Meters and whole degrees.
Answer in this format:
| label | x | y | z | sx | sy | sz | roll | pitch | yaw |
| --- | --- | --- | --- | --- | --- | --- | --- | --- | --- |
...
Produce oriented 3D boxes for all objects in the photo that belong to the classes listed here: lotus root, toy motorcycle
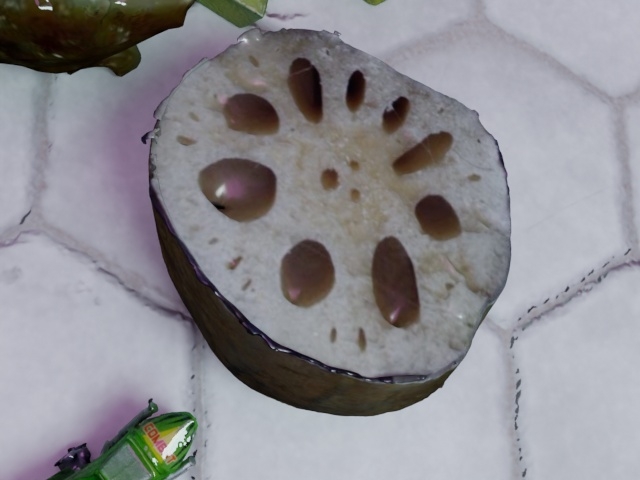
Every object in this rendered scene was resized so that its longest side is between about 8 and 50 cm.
| label | x | y | z | sx | sy | sz | roll | pitch | yaw |
| --- | --- | --- | --- | --- | --- | --- | --- | --- | --- |
| lotus root | 0.000 | 0.000 | 0.665 | 0.272 | 0.192 | 0.272 | 5 | 63 | -10 |
| toy motorcycle | -0.166 | 0.179 | 0.620 | 0.190 | 0.106 | 0.074 | -36 | 85 | -17 |

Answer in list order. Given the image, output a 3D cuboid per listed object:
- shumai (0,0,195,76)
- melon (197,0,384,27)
| label | x | y | z | sx | sy | sz | roll | pitch | yaw |
| --- | --- | --- | --- | --- | --- | --- | --- | --- | --- |
| shumai | -0.186 | -0.287 | 0.667 | 0.397 | 0.324 | 0.323 | -6 | 92 | -4 |
| melon | -0.017 | -0.245 | 0.795 | 0.209 | 0.064 | 0.118 | -26 | 86 | -15 |
